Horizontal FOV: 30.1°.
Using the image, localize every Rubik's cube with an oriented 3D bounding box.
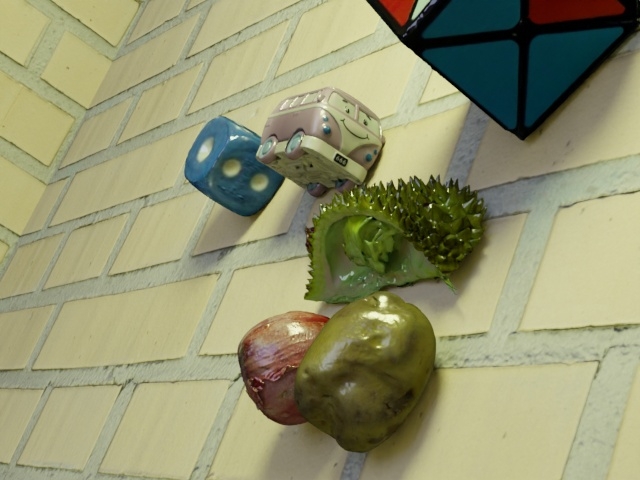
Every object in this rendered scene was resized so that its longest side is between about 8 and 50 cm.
[{"bbox_3d":[0.242,-0.325,1.617,0.248,0.246,0.250,-48,27,13],"label":"Rubik's cube"}]

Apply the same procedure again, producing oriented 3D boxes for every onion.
[{"bbox_3d":[-0.015,0.163,1.625,0.194,0.159,0.159,-23,32,5],"label":"onion"}]

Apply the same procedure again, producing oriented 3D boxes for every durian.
[{"bbox_3d":[0.106,-0.004,1.681,0.355,0.157,0.170,-10,87,56],"label":"durian"}]

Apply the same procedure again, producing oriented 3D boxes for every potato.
[{"bbox_3d":[0.058,0.161,1.498,0.200,0.154,0.137,-61,-11,-3],"label":"potato"}]

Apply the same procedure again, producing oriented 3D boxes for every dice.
[{"bbox_3d":[-0.156,-0.137,2.189,0.143,0.146,0.146,-56,27,5],"label":"dice"}]

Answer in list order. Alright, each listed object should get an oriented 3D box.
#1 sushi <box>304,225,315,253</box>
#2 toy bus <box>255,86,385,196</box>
[{"bbox_3d":[0.000,0.000,1.879,0.099,0.047,0.050,-5,59,60],"label":"sushi"},{"bbox_3d":[0.001,-0.165,1.960,0.202,0.142,0.142,-2,59,60],"label":"toy bus"}]
